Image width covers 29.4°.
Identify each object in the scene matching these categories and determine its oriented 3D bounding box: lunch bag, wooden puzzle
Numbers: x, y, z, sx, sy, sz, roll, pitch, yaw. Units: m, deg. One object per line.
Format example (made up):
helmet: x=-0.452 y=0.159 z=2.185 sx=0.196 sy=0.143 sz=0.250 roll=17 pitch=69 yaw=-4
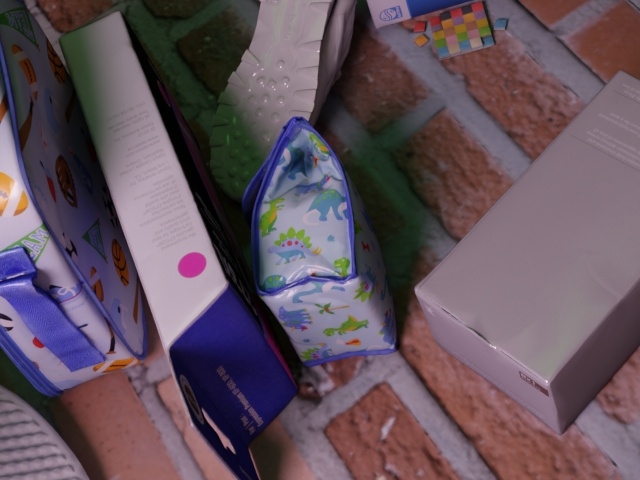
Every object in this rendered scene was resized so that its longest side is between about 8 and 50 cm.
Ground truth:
lunch bag: x=0.000 y=0.000 z=0.927 sx=0.096 sy=0.129 sz=0.151 roll=-9 pitch=58 yaw=12
wooden puzzle: x=0.123 y=-0.185 z=1.075 sx=0.083 sy=0.006 sz=0.049 roll=-15 pitch=56 yaw=8
lunch bag: x=-0.226 y=-0.028 z=0.910 sx=0.115 sy=0.303 sz=0.243 roll=-18 pitch=58 yaw=2

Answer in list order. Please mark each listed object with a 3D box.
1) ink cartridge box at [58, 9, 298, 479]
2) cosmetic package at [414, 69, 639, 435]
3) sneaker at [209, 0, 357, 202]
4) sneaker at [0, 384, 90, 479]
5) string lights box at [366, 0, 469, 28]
ink cartridge box: x=-0.099 y=0.010 z=0.923 sx=0.069 sy=0.176 sz=0.371 roll=-23 pitch=55 yaw=2
cosmetic package: x=0.195 y=0.006 z=0.880 sx=0.238 sy=0.107 sz=0.127 roll=-46 pitch=57 yaw=-9
sneaker: x=-0.020 y=-0.138 z=1.051 sx=0.090 sy=0.095 sz=0.235 roll=20 pitch=87 yaw=22
sneaker: x=-0.315 y=0.162 z=0.942 sx=0.321 sy=0.127 sz=0.126 roll=36 pitch=38 yaw=9
string lights box: x=0.155 y=-0.294 z=1.089 sx=0.259 sy=0.077 sz=0.133 roll=-16 pitch=55 yaw=8
